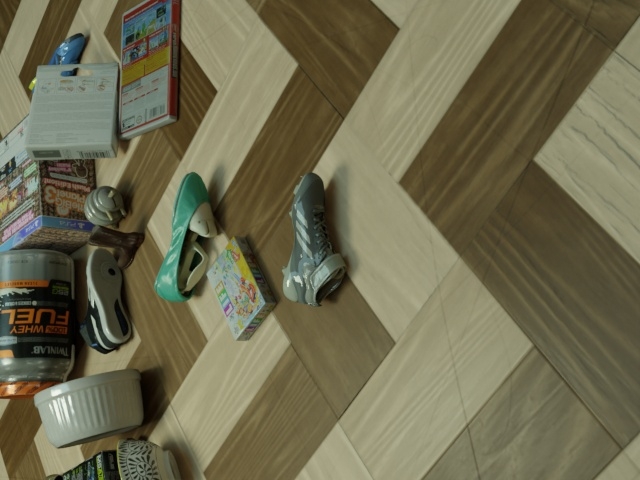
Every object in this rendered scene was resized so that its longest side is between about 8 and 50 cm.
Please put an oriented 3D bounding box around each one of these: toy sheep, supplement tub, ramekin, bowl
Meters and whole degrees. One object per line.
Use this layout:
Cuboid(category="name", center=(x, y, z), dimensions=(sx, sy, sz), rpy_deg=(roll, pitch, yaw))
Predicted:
Cuboid(category="toy sheep", center=(-0.457, -0.071, 1.897), dimensions=(0.132, 0.091, 0.091), rpy_deg=(-40, 56, 44))
Cuboid(category="supplement tub", center=(-0.644, 0.188, 1.985), dimensions=(0.193, 0.193, 0.316), rpy_deg=(-17, 73, 46))
Cuboid(category="ramekin", center=(-0.442, 0.329, 1.735), dimensions=(0.207, 0.207, 0.109), rpy_deg=(-27, 74, 43))
Cuboid(category="bowl", center=(-0.302, 0.430, 1.628), dimensions=(0.170, 0.080, 0.170), rpy_deg=(160, 90, -86))

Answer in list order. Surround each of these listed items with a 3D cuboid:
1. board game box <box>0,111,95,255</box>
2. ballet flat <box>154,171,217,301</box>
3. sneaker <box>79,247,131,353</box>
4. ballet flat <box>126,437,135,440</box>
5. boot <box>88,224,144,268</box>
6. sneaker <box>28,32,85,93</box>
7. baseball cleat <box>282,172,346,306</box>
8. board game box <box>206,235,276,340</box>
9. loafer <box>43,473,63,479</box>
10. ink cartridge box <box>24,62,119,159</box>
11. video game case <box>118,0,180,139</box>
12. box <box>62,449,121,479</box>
Cuboid(category="board game box", center=(-0.636, -0.119, 2.061), dimensions=(0.232, 0.141, 0.291), rpy_deg=(-25, 66, 44))
Cuboid(category="ballet flat", center=(-0.235, 0.000, 1.654), dimensions=(0.087, 0.083, 0.247), rpy_deg=(20, 100, 23))
Cuboid(category="sneaker", center=(-0.474, 0.134, 1.886), dimensions=(0.121, 0.079, 0.217), rpy_deg=(-36, 60, 38))
Cuboid(category="ballet flat", center=(-0.350, 0.503, 1.716), dimensions=(0.084, 0.058, 0.250), rpy_deg=(101, 163, -64))
Cuboid(category="boot", center=(-0.434, 0.013, 1.834), dimensions=(0.106, 0.114, 0.037), rpy_deg=(-55, 48, 27))
Cuboid(category="sneaker", center=(-0.617, -0.407, 2.154), dimensions=(0.082, 0.069, 0.209), rpy_deg=(48, 115, 3))
Cuboid(category="baseball cleat", center=(0.000, 0.000, 1.397), dimensions=(0.109, 0.072, 0.206), rpy_deg=(12, 98, 35))
Cuboid(category="board game box", center=(-0.140, 0.083, 1.559), dimensions=(0.103, 0.026, 0.154), rpy_deg=(-52, 50, 30))
Cuboid(category="loafer", center=(-0.579, 0.579, 1.954), dimensions=(0.050, 0.056, 0.148), rpy_deg=(-46, 53, 42))
Cuboid(category="ink cartridge box", center=(-0.536, -0.283, 1.960), dimensions=(0.066, 0.189, 0.232), rpy_deg=(90, 177, -54))
Cuboid(category="video game case", center=(-0.361, -0.369, 1.878), dimensions=(0.204, 0.025, 0.285), rpy_deg=(-10, 77, 48))
Cuboid(category="box", center=(-0.467, 0.549, 1.844), dimensions=(0.184, 0.045, 0.191), rpy_deg=(-33, 60, 38))
